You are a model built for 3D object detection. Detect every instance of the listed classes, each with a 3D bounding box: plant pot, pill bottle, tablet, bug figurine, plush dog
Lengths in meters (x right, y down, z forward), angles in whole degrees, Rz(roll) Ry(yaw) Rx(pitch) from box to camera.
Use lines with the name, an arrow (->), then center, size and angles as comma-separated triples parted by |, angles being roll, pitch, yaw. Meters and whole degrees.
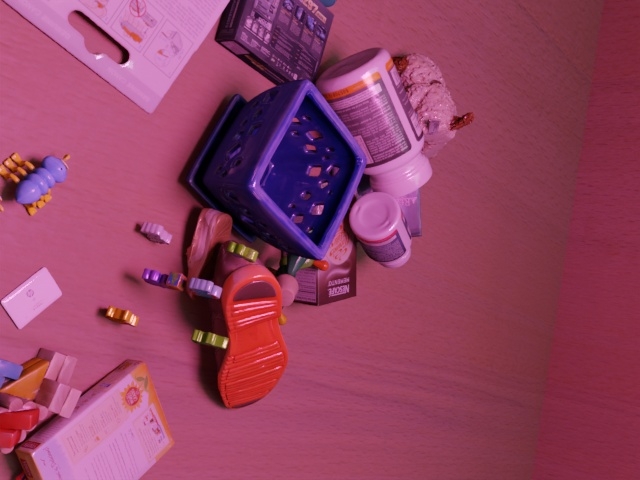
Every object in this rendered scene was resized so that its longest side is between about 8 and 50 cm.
plant pot -> -0.087, -0.124, 1.323 | 0.236, 0.212, 0.236 | 48, 59, -43
pill bottle -> 0.116, -0.233, 1.508 | 0.162, 0.162, 0.279 | -46, 119, -38
pill bottle -> 0.132, -0.014, 1.549 | 0.108, 0.107, 0.180 | -68, 154, -20
tablet -> -0.423, 0.084, 1.092 | 0.083, 0.006, 0.054 | -47, 128, -38
bug figurine -> -0.458, -0.118, 0.973 | 0.216, 0.072, 0.279 | -56, 134, -31
plush dog -> 0.240, -0.337, 1.750 | 0.262, 0.210, 0.226 | 9, 63, -51

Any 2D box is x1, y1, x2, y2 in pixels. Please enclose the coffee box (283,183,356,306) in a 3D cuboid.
coffee box -> 0.000, 0.000, 1.534 | 0.141, 0.098, 0.247 | -9, 101, -52

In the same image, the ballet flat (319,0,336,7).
ballet flat -> -0.037, -0.541, 1.458 | 0.221, 0.076, 0.079 | 18, 60, -50

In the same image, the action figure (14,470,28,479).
action figure -> -0.438, 0.366, 1.088 | 0.038, 0.030, 0.115 | 50, 52, -48

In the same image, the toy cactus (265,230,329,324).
toy cactus -> -0.059, 0.081, 1.385 | 0.112, 0.180, 0.219 | 35, 104, -11

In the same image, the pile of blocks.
pile of blocks -> -0.463, 0.243, 0.976 | 0.362, 0.112, 0.149 | -39, 123, -42

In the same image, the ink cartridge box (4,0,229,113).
ink cartridge box -> -0.285, -0.445, 1.172 | 0.308, 0.091, 0.385 | 38, 82, -47

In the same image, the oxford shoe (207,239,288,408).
oxford shoe -> -0.138, 0.159, 1.341 | 0.129, 0.133, 0.364 | -12, 133, -24

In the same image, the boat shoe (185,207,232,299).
boat shoe -> -0.206, 0.022, 1.314 | 0.063, 0.059, 0.170 | -3, 118, -58

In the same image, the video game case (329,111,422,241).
video game case -> 0.121, -0.137, 1.631 | 0.195, 0.026, 0.275 | -5, 100, -7

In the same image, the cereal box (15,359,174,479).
cereal box -> -0.344, 0.324, 1.168 | 0.240, 0.047, 0.173 | -39, 124, -49

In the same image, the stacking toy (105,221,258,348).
stacking toy -> -0.219, 0.072, 1.184 | 0.052, 0.221, 0.167 | 60, 44, -64

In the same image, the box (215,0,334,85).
box -> -0.081, -0.408, 1.418 | 0.232, 0.059, 0.184 | 26, 76, -50
